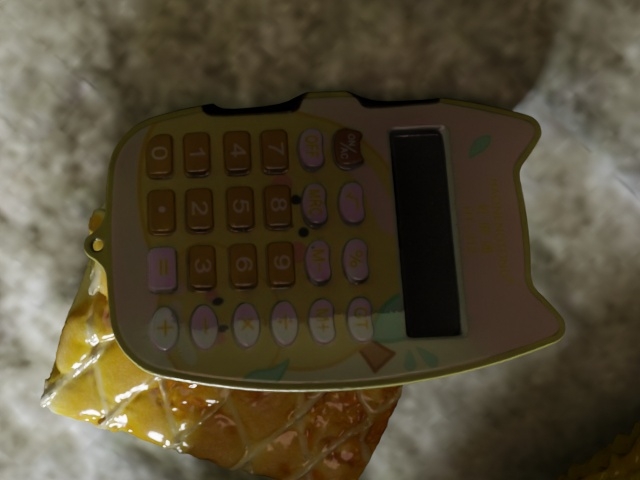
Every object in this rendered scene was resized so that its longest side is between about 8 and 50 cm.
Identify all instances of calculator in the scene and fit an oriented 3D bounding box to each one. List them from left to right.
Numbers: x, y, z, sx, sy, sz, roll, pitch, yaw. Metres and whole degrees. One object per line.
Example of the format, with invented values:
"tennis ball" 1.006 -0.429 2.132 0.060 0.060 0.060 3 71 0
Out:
"calculator" 0.000 0.000 0.677 0.236 0.033 0.157 -1 74 -6

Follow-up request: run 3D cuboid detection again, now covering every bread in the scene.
"bread" -0.048 0.060 0.734 0.188 0.068 0.126 18 114 -7

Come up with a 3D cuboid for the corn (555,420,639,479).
"corn" 0.189 0.164 0.750 0.363 0.120 0.120 -34 110 14
